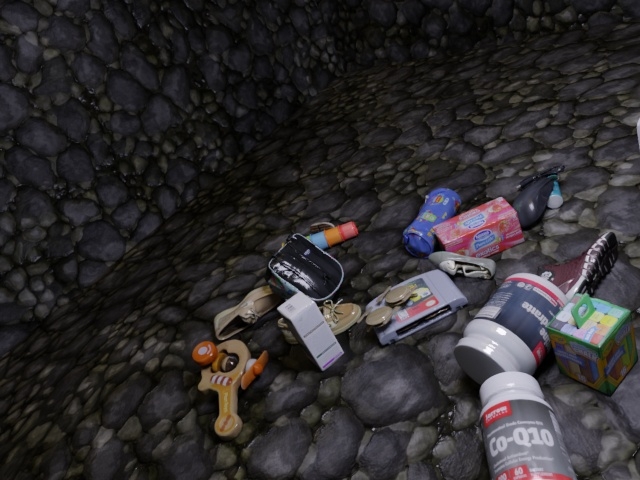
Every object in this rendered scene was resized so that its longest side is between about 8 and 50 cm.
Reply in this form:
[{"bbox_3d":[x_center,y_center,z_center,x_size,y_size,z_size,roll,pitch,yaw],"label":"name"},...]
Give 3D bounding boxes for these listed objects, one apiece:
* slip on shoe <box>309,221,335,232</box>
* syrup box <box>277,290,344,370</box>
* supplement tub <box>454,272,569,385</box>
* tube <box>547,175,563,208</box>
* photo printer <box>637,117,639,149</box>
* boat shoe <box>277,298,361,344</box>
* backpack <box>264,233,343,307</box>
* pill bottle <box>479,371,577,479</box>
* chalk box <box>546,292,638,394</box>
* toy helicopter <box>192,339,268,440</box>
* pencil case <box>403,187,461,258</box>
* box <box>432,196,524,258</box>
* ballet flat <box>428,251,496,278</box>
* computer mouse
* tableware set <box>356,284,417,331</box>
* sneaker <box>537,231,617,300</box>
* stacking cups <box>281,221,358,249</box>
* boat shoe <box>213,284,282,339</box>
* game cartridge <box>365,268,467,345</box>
[{"bbox_3d":[0.014,-0.061,2.288,0.135,0.051,0.041,-6,24,43],"label":"slip on shoe"},{"bbox_3d":[-0.028,0.282,1.602,0.096,0.236,0.093,-36,31,-16],"label":"syrup box"},{"bbox_3d":[0.485,0.231,1.309,0.272,0.191,0.191,-42,33,-23],"label":"supplement tub"},{"bbox_3d":[0.809,-0.185,1.832,0.080,0.052,0.207,-15,28,22],"label":"tube"},{"bbox_3d":[1.044,-0.282,1.524,0.256,0.307,0.107,-45,33,-22],"label":"photo printer"},{"bbox_3d":[-0.003,0.269,1.750,0.285,0.089,0.104,-22,30,10],"label":"boat shoe"},{"bbox_3d":[-0.053,0.131,1.881,0.254,0.191,0.225,32,53,11],"label":"backpack"},{"bbox_3d":[0.425,0.428,1.087,0.161,0.161,0.283,-18,32,17],"label":"pill bottle"},{"bbox_3d":[0.624,0.219,1.193,0.132,0.213,0.132,-40,32,-19],"label":"chalk box"},{"bbox_3d":[-0.281,0.469,1.672,0.235,0.140,0.355,-16,42,3],"label":"toy helicopter"},{"bbox_3d":[0.407,-0.073,1.907,0.133,0.119,0.306,24,52,18],"label":"pencil case"},{"bbox_3d":[0.524,-0.021,1.729,0.257,0.128,0.122,-24,30,6],"label":"box"},{"bbox_3d":[0.447,0.082,1.652,0.213,0.072,0.068,7,46,19],"label":"ballet flat"},{"bbox_3d":[0.720,-0.157,1.783,0.272,0.072,0.188,-57,12,-32],"label":"computer mouse"},{"bbox_3d":[0.217,0.211,1.614,0.194,0.039,0.128,-42,20,-33],"label":"tableware set"},{"bbox_3d":[0.710,0.068,1.468,0.281,0.106,0.163,-44,30,-24],"label":"sneaker"},{"bbox_3d":[0.000,0.000,2.169,0.316,0.096,0.096,-21,31,6],"label":"stacking cups"},{"bbox_3d":[-0.268,0.275,1.947,0.302,0.109,0.098,-30,35,8],"label":"boat shoe"},{"bbox_3d":[0.293,0.203,1.651,0.294,0.060,0.196,-27,26,1],"label":"game cartridge"}]
